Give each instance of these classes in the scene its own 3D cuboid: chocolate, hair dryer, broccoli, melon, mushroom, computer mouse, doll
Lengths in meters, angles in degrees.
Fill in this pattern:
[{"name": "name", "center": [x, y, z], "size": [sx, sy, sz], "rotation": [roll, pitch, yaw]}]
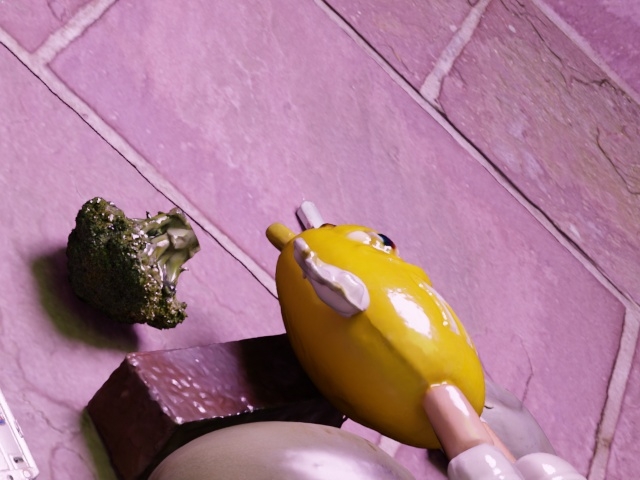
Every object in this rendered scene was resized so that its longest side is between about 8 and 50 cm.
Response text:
[{"name": "chocolate", "center": [-0.093, 0.165, 1.816], "size": [0.321, 0.112, 0.112], "rotation": [-4, 48, -52]}, {"name": "hair dryer", "center": [0.000, 0.000, 2.180], "size": [0.082, 0.047, 0.137], "rotation": [12, 40, -45]}, {"name": "broccoli", "center": [-0.193, 0.023, 1.826], "size": [0.146, 0.138, 0.162], "rotation": [56, -10, 33]}, {"name": "melon", "center": [-0.024, 0.290, 1.605], "size": [0.308, 0.272, 0.271], "rotation": [2, 53, -41]}, {"name": "mushroom", "center": [0.241, 0.271, 2.121], "size": [0.270, 0.103, 0.118], "rotation": [46, 29, -15]}, {"name": "computer mouse", "center": [-0.323, 0.149, 1.583], "size": [0.102, 0.045, 0.199], "rotation": [-2, 56, -54]}, {"name": "doll", "center": [0.085, 0.129, 1.734], "size": [0.423, 0.161, 0.348], "rotation": [49, 0, 4]}]

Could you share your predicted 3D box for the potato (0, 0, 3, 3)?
[{"name": "potato", "center": [-0.392, -0.286, 2.018], "size": [0.037, 0.036, 0.093], "rotation": [17, 3, 17]}]
